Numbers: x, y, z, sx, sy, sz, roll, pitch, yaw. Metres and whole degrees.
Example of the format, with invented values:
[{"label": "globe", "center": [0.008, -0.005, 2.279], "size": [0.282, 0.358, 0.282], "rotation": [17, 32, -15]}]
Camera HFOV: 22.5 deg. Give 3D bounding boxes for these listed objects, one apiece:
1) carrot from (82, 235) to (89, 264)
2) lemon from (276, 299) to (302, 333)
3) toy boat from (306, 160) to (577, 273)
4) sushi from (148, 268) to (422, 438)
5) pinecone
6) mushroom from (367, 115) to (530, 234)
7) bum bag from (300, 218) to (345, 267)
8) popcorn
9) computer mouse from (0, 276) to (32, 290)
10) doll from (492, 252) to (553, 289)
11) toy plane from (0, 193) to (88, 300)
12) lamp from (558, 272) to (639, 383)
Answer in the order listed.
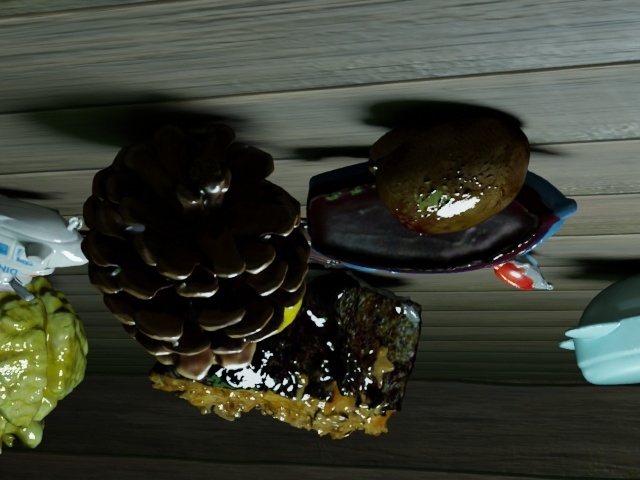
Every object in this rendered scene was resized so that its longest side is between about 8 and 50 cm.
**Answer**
[{"label": "carrot", "center": [-0.244, 0.010, 1.785], "size": [0.254, 0.049, 0.049], "rotation": [4, 172, 23]}, {"label": "lemon", "center": [-0.076, 0.051, 1.749], "size": [0.109, 0.109, 0.133], "rotation": [11, -158, -39]}, {"label": "toy boat", "center": [0.095, -0.021, 1.296], "size": [0.223, 0.100, 0.097], "rotation": [-1, -165, 21]}, {"label": "sushi", "center": [-0.027, 0.133, 1.971], "size": [0.348, 0.207, 0.234], "rotation": [12, 175, -31]}, {"label": "pinecone", "center": [-0.097, 0.001, 1.235], "size": [0.185, 0.168, 0.212], "rotation": [46, 172, 8]}, {"label": "mushroom", "center": [0.096, -0.054, 1.172], "size": [0.127, 0.087, 0.127], "rotation": [-19, 169, -4]}, {"label": "bum bag", "center": [0.000, 0.000, 1.695], "size": [0.159, 0.026, 0.109], "rotation": [19, 163, -42]}, {"label": "popcorn", "center": [-0.429, 0.154, 2.166], "size": [0.224, 0.270, 0.258], "rotation": [-2, 126, 9]}, {"label": "computer mouse", "center": [-0.431, 0.015, 1.818], "size": [0.126, 0.056, 0.245], "rotation": [1, 168, 32]}, {"label": "doll", "center": [0.205, 0.028, 1.736], "size": [0.114, 0.039, 0.057], "rotation": [22, 131, -25]}, {"label": "toy plane", "center": [-0.357, -0.024, 1.559], "size": [0.273, 0.107, 0.182], "rotation": [28, -144, 5]}, {"label": "lamp", "center": [0.413, 0.104, 1.788], "size": [0.284, 0.147, 0.209], "rotation": [11, 174, 7]}]
